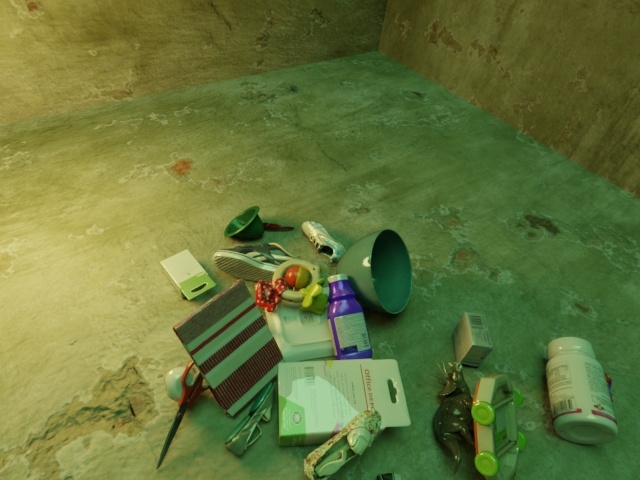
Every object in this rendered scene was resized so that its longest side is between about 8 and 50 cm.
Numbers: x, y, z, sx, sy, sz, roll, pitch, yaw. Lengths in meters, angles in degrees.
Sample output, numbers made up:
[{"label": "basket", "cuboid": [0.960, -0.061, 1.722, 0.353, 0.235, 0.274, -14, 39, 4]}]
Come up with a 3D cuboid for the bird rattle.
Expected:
[{"label": "bird rattle", "cuboid": [-0.093, 0.157, 1.404, 0.254, 0.143, 0.206, 4, 50, 13]}]

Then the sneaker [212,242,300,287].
[{"label": "sneaker", "cuboid": [-0.226, 0.076, 1.522, 0.322, 0.126, 0.127, 16, 50, -8]}]

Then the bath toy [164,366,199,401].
[{"label": "bath toy", "cuboid": [-0.331, 0.331, 1.254, 0.129, 0.151, 0.348, 0, 37, 46]}]

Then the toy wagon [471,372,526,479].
[{"label": "toy wagon", "cuboid": [0.478, 0.540, 1.102, 0.267, 0.068, 0.343, 11, 75, -49]}]

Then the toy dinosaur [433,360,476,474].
[{"label": "toy dinosaur", "cuboid": [0.396, 0.519, 1.196, 0.161, 0.121, 0.313, 4, 49, 31]}]

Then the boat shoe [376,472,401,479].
[{"label": "boat shoe", "cuboid": [0.166, 0.646, 0.995, 0.070, 0.077, 0.219, 3, 4, 6]}]

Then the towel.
[{"label": "towel", "cuboid": [-0.246, 0.309, 1.190, 0.237, 0.328, 0.037, -37, 22, -34]}]

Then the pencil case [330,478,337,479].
[{"label": "pencil case", "cuboid": [0.086, 0.703, 0.947, 0.306, 0.133, 0.119, 39, 28, 26]}]

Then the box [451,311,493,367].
[{"label": "box", "cuboid": [0.497, 0.329, 1.361, 0.072, 0.137, 0.126, 8, 45, -2]}]

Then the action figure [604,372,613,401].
[{"label": "action figure", "cuboid": [0.934, 0.477, 1.354, 0.038, 0.030, 0.115, 29, 44, 13]}]

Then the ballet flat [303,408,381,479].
[{"label": "ballet flat", "cuboid": [0.064, 0.525, 1.037, 0.241, 0.077, 0.091, -39, 97, -5]}]

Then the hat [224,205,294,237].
[{"label": "hat", "cuboid": [-0.256, -0.024, 1.685, 0.209, 0.183, 0.172, -26, 30, 26]}]

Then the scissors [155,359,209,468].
[{"label": "scissors", "cuboid": [-0.379, 0.448, 1.112, 0.021, 0.109, 0.297, 3, 50, 47]}]

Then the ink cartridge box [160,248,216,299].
[{"label": "ink cartridge box", "cuboid": [-0.468, 0.134, 1.471, 0.109, 0.062, 0.209, -29, 56, -31]}]

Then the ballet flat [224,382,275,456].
[{"label": "ballet flat", "cuboid": [-0.180, 0.501, 1.159, 0.068, 0.072, 0.213, 45, 51, -4]}]

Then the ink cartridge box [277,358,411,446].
[{"label": "ink cartridge box", "cuboid": [0.056, 0.459, 1.182, 0.354, 0.119, 0.207, 0, 49, -7]}]

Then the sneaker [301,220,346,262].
[{"label": "sneaker", "cuboid": [0.000, 0.000, 1.654, 0.086, 0.085, 0.237, -26, 53, -35]}]

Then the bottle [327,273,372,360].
[{"label": "bottle", "cuboid": [0.082, 0.250, 1.324, 0.118, 0.092, 0.282, -8, 75, -17]}]

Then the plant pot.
[{"label": "plant pot", "cuboid": [0.172, 0.115, 1.465, 0.196, 0.290, 0.290, -9, 33, 37]}]

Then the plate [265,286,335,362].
[{"label": "plate", "cuboid": [-0.041, 0.270, 1.410, 0.278, 0.045, 0.277, -6, 47, -13]}]

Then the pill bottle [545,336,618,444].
[{"label": "pill bottle", "cuboid": [0.786, 0.450, 1.266, 0.161, 0.160, 0.283, 15, 46, 7]}]
